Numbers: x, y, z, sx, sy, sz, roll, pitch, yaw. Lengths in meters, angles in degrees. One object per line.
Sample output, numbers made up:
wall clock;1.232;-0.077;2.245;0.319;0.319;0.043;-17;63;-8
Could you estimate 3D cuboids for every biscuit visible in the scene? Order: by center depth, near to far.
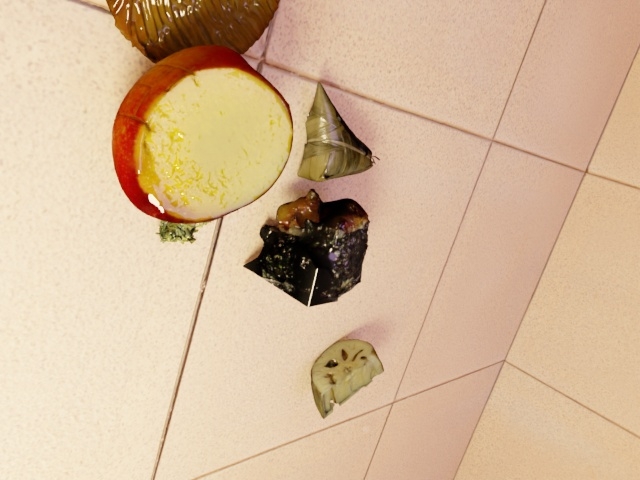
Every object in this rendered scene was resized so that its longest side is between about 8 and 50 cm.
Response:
biscuit;-0.172;-0.405;0.809;0.318;0.040;0.317;-32;145;-26

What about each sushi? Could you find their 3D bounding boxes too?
sushi;0.001;0.000;1.155;0.227;0.216;0.212;-5;116;-46

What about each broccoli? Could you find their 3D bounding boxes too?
broccoli;-0.237;-0.034;0.972;0.097;0.092;0.095;13;89;-33

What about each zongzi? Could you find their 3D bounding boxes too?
zongzi;0.048;-0.237;1.171;0.205;0.094;0.204;-17;116;-46

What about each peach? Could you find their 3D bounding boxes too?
peach;-0.192;-0.145;0.835;0.248;0.245;0.274;49;64;-8

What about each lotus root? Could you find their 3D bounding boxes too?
lotus root;0.059;0.373;1.518;0.235;0.138;0.118;-36;130;-28
